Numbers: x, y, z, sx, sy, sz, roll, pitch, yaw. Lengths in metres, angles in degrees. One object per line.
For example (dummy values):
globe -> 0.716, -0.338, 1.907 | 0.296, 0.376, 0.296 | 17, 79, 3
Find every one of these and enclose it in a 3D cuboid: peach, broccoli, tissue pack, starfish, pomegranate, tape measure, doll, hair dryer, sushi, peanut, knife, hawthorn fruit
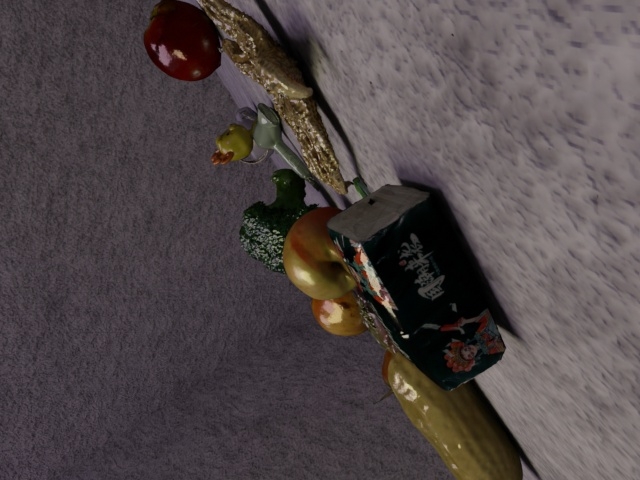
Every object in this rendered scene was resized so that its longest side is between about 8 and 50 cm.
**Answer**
peach -> -0.341, -0.500, 1.077 | 0.197, 0.197, 0.197 | 56, 179, 2
broccoli -> -0.066, -0.050, 1.134 | 0.297, 0.298, 0.297 | 60, -150, -70
tissue pack -> 0.087, 0.041, 0.388 | 0.170, 0.090, 0.103 | 56, 176, -18
peach -> 0.012, 0.021, 0.838 | 0.184, 0.184, 0.184 | 56, 179, 2
starfish -> -0.054, -0.193, 0.526 | 0.302, 0.060, 0.299 | 53, -177, 10
pomegranate -> 0.077, 0.159, 1.149 | 0.209, 0.209, 0.209 | 56, 179, 2
tape measure -> -0.225, -0.377, 1.510 | 0.178, 0.105, 0.196 | 64, 177, -2
doll -> -0.238, -0.297, 1.299 | 0.143, 0.221, 0.135 | 49, 169, 54
hair dryer -> -0.076, -0.217, 1.052 | 0.237, 0.075, 0.206 | 49, 173, -6
sushi -> 0.157, 0.179, 0.978 | 0.241, 0.107, 0.161 | 57, 175, -12
peanut -> 0.246, 0.325, 0.774 | 0.319, 0.147, 0.147 | 51, 178, 4
knife -> 0.105, 0.007, 0.546 | 0.212, 0.015, 0.054 | 56, 179, 20
hawthorn fruit -> 0.232, 0.351, 1.113 | 0.149, 0.189, 0.149 | 12, 162, 4
